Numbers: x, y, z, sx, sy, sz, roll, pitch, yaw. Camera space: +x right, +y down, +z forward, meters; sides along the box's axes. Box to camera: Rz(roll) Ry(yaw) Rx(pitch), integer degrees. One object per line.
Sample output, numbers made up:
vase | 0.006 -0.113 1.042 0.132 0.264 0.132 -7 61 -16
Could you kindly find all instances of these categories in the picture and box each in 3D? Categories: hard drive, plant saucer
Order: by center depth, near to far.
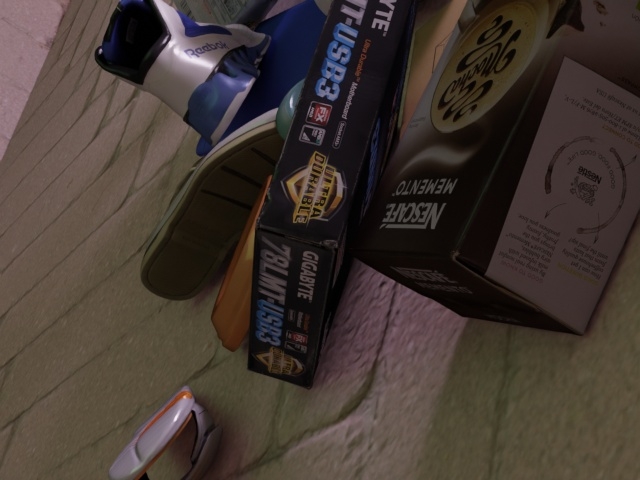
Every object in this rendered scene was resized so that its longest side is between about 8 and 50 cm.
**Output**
plant saucer | -0.066 0.014 1.329 0.200 0.037 0.200 -158 90 -85
plant saucer | 0.009 -0.141 1.359 0.119 0.021 0.119 -9 47 9
hard drive | -0.042 -0.205 1.624 0.318 0.040 0.210 -5 58 64

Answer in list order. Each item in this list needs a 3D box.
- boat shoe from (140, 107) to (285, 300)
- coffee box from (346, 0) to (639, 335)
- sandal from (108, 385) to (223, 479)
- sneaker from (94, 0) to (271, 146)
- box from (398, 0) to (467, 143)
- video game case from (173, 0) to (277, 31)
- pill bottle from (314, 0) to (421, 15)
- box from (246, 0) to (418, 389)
boat shoe | -0.107 -0.059 1.486 0.302 0.113 0.103 -42 29 33
coffee box | 0.159 -0.093 0.943 0.297 0.118 0.168 -64 22 -10
sandal | -0.138 0.201 1.296 0.102 0.076 0.265 -44 2 2
sneaker | -0.168 -0.235 1.600 0.127 0.182 0.315 -54 12 14
box | 0.149 -0.193 1.223 0.201 0.021 0.164 -39 30 43
video game case | -0.149 -0.416 1.784 0.061 0.270 0.244 -23 -9 -32
pill bottle | 0.076 -0.301 1.387 0.208 0.117 0.118 -19 45 59
box | 0.012 -0.061 1.118 0.295 0.073 0.293 97 -171 -62
